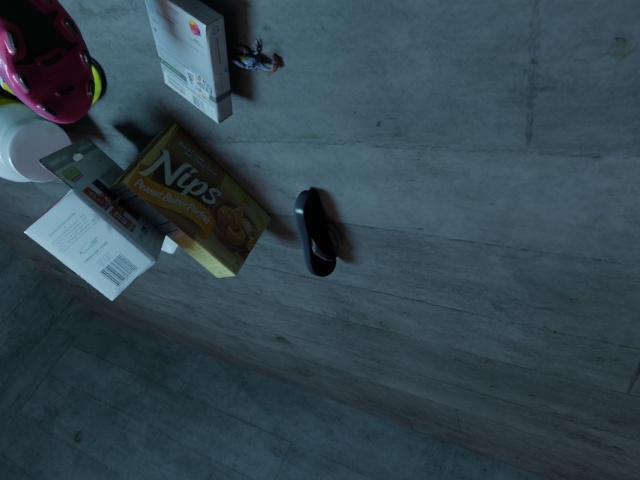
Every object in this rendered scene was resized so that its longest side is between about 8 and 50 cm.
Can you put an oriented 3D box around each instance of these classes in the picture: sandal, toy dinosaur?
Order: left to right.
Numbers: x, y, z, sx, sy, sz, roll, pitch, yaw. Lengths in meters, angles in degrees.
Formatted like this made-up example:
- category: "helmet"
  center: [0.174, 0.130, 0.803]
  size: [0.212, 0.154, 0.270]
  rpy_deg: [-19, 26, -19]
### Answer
- category: "toy dinosaur"
  center: [-0.107, -0.290, 0.708]
  size: [0.082, 0.047, 0.090]
  rpy_deg: [25, -176, -13]
- category: "sandal"
  center: [0.000, 0.000, 0.986]
  size: [0.054, 0.097, 0.254]
  rpy_deg: [13, 147, 25]

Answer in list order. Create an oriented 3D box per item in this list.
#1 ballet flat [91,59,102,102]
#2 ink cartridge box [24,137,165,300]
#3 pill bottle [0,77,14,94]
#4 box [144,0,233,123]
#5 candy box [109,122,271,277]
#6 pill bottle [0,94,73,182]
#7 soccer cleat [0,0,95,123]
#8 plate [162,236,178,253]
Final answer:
- category: "ballet flat"
  center: [-0.540, -0.313, 0.968]
  size: [0.077, 0.077, 0.231]
  rpy_deg: [44, 146, -24]
- category: "ink cartridge box"
  center: [-0.477, -0.062, 0.959]
  size: [0.272, 0.130, 0.309]
  rpy_deg: [48, -176, -22]
- category: "pill bottle"
  center: [-0.692, -0.364, 1.028]
  size: [0.116, 0.065, 0.065]
  rpy_deg: [30, 150, -3]
- category: "box"
  center: [-0.210, -0.302, 0.718]
  size: [0.145, 0.038, 0.186]
  rpy_deg: [38, 154, 16]
- category: "candy box"
  center: [-0.277, -0.081, 1.002]
  size: [0.087, 0.183, 0.316]
  rpy_deg: [-11, 132, 46]
- category: "pill bottle"
  center: [-0.764, -0.252, 1.092]
  size: [0.334, 0.188, 0.188]
  rpy_deg: [21, 151, 30]
- category: "soccer cleat"
  center: [-0.401, -0.300, 0.542]
  size: [0.143, 0.116, 0.331]
  rpy_deg: [30, 153, 28]
- category: "plate"
  center: [-0.516, -0.065, 1.247]
  size: [0.278, 0.045, 0.277]
  rpy_deg: [24, 154, -20]
